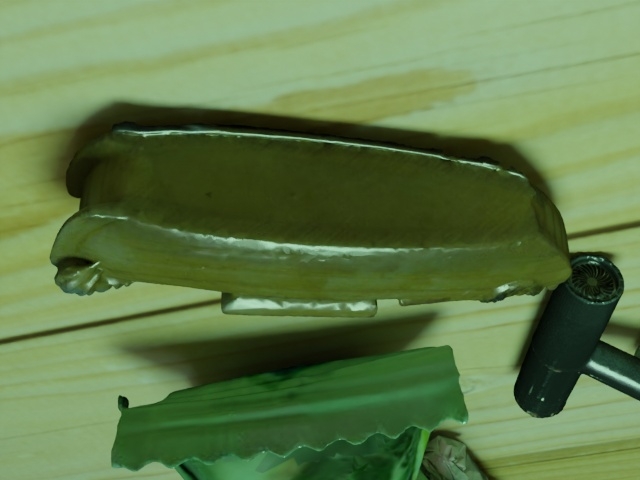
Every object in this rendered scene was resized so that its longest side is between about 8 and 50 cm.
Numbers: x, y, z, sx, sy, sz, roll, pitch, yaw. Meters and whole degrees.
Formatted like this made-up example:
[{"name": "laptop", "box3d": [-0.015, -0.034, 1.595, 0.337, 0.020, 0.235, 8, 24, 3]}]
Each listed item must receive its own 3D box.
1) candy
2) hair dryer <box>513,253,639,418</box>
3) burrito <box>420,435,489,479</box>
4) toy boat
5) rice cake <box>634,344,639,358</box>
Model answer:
[{"name": "candy", "box3d": [0.014, 0.242, 0.866, 0.262, 0.172, 0.398, -10, 129, 9]}, {"name": "hair dryer", "box3d": [0.253, 0.099, 0.762, 0.194, 0.050, 0.173, 18, 146, 11]}, {"name": "burrito", "box3d": [0.144, 0.246, 1.001, 0.064, 0.064, 0.203, -18, 142, 21]}, {"name": "toy boat", "box3d": [0.000, 0.000, 0.631, 0.321, 0.089, 0.121, 3, 150, -10]}, {"name": "rice cake", "box3d": [0.373, 0.093, 0.812, 0.237, 0.043, 0.127, 12, 142, -19]}]
